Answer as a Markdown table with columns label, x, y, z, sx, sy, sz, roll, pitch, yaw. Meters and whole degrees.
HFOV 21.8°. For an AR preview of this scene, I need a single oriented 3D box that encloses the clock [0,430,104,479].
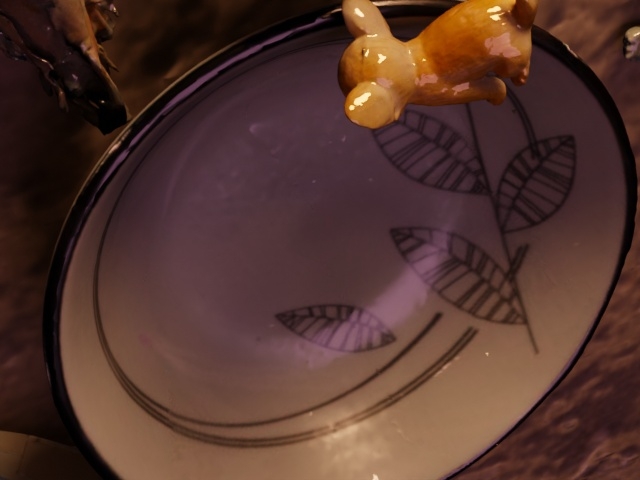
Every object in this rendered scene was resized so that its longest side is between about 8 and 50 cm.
| label | x | y | z | sx | sy | sz | roll | pitch | yaw |
| --- | --- | --- | --- | --- | --- | --- | --- | --- | --- |
| clock | -0.137 | 0.187 | 0.882 | 0.230 | 0.103 | 0.144 | 16 | 104 | -5 |

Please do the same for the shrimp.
| label | x | y | z | sx | sy | sz | roll | pitch | yaw |
| --- | --- | --- | --- | --- | --- | --- | --- | --- | --- |
| shrimp | -0.090 | -0.144 | 0.709 | 0.152 | 0.046 | 0.219 | -24 | 134 | -8 |

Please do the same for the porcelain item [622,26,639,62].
| label | x | y | z | sx | sy | sz | roll | pitch | yaw |
| --- | --- | --- | --- | --- | --- | --- | --- | --- | --- |
| porcelain item | 0.198 | -0.123 | 0.921 | 0.075 | 0.021 | 0.136 | -35 | 136 | -1 |

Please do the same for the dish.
| label | x | y | z | sx | sy | sz | roll | pitch | yaw |
| --- | --- | --- | --- | --- | --- | --- | --- | --- | --- |
| dish | 0.000 | 0.000 | 0.839 | 0.316 | 0.106 | 0.316 | -15 | 128 | -20 |

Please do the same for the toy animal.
| label | x | y | z | sx | sy | sz | roll | pitch | yaw |
| --- | --- | --- | --- | --- | --- | --- | --- | --- | --- |
| toy animal | 0.045 | -0.080 | 0.703 | 0.083 | 0.061 | 0.081 | -6 | 162 | -23 |
